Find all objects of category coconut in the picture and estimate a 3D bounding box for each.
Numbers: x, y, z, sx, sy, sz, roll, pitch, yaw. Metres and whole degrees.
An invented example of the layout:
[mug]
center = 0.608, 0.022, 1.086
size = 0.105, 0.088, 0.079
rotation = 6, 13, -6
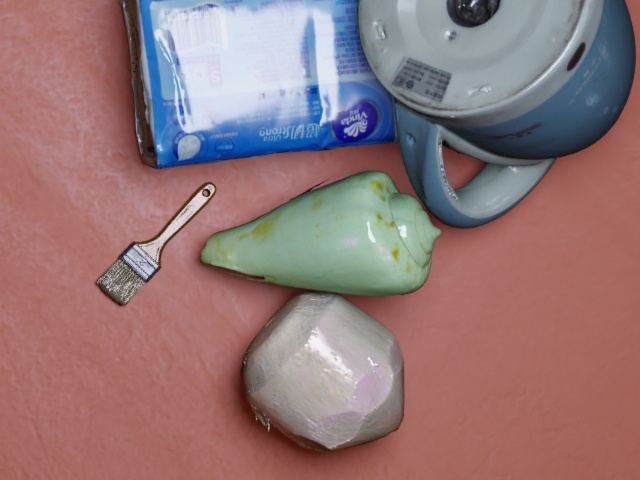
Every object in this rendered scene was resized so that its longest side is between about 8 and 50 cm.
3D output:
[coconut]
center = 0.010, 0.151, 1.737
size = 0.183, 0.171, 0.171
rotation = 43, 84, -5

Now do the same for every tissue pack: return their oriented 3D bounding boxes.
[tissue pack]
center = -0.067, -0.187, 1.716
size = 0.264, 0.146, 0.198
rotation = -7, 95, -13

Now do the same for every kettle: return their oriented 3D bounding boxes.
[kettle]
center = 0.197, -0.166, 1.700
size = 0.247, 0.342, 0.319
rotation = 35, 93, 29

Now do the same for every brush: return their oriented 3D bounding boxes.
[brush]
center = -0.175, -0.001, 1.770
size = 0.043, 0.014, 0.170
rotation = 44, 82, -8

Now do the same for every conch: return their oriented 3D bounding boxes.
[conch]
center = 0.015, 0.007, 1.730
size = 0.143, 0.251, 0.137
rotation = -44, 112, -48
